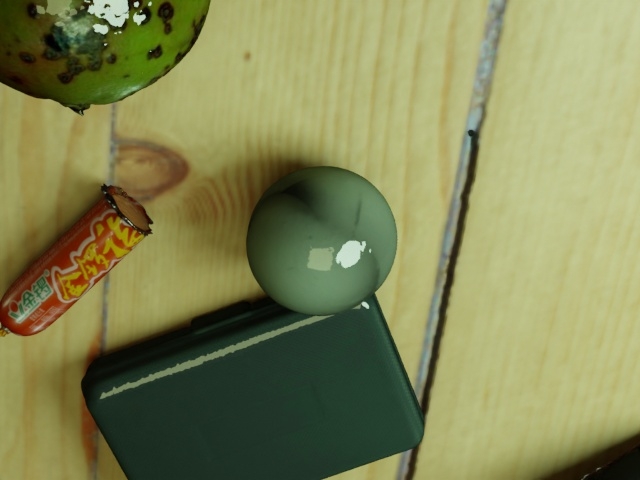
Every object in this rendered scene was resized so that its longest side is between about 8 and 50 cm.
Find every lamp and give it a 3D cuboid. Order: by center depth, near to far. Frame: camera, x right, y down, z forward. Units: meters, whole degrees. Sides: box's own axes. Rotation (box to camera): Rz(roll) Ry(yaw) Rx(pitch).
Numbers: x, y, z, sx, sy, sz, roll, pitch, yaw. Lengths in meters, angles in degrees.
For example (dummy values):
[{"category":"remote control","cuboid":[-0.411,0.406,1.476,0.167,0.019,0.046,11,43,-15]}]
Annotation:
[{"category":"lamp","cuboid":[0.000,0.000,0.844,0.105,0.105,0.105,-3,119,-5]}]

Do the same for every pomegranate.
[{"category":"pomegranate","cuboid":[-0.145,-0.175,0.717,0.159,0.159,0.205,-8,94,-2]}]

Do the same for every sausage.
[{"category":"sausage","cuboid":[-0.182,0.022,0.870,0.145,0.048,0.050,-40,153,17]}]

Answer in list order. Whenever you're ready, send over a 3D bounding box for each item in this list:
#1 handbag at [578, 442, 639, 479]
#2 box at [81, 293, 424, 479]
[{"category":"handbag","cuboid":[0.263,0.273,0.995,0.169,0.155,0.215,-18,119,-12]},{"category":"box","cuboid":[-0.048,0.125,0.937,0.230,0.050,0.160,-20,118,5]}]
